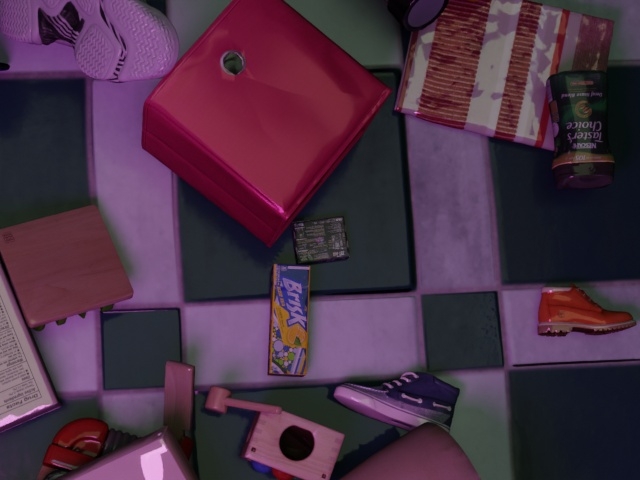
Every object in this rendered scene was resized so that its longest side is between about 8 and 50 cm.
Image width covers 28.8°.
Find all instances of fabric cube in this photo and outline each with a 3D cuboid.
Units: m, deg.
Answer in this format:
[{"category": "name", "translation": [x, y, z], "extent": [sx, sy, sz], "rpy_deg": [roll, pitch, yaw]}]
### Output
[{"category": "fabric cube", "translation": [-0.087, -0.179, 1.846], "extent": [0.258, 0.259, 0.254], "rpy_deg": [40, 77, 0]}]

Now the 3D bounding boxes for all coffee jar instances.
[{"category": "coffee jar", "translation": [0.410, -0.172, 1.964], "extent": [0.096, 0.079, 0.185], "rpy_deg": [-3, 83, -4]}]

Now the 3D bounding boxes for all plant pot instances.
[{"category": "plant pot", "translation": [0.079, 0.422, 1.746], "extent": [0.274, 0.256, 0.257], "rpy_deg": [-19, 83, -18]}]

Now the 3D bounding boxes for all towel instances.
[{"category": "towel", "translation": [0.301, -0.280, 2.027], "extent": [0.328, 0.037, 0.237], "rpy_deg": [13, 81, -3]}]

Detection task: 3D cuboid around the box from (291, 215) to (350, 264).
[{"category": "box", "translation": [0.000, 0.000, 1.947], "extent": [0.083, 0.018, 0.067], "rpy_deg": [-8, 82, -9]}]

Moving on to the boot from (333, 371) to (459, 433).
[{"category": "boot", "translation": [0.117, 0.234, 1.904], "extent": [0.190, 0.069, 0.086], "rpy_deg": [23, 71, -11]}]

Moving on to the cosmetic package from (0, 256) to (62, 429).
[{"category": "cosmetic package", "translation": [-0.509, 0.129, 1.814], "extent": [0.160, 0.113, 0.310], "rpy_deg": [-22, 84, -11]}]

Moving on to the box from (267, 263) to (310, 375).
[{"category": "box", "translation": [-0.048, 0.122, 1.902], "extent": [0.059, 0.054, 0.169], "rpy_deg": [3, 80, -6]}]

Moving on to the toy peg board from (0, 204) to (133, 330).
[{"category": "toy peg board", "translation": [-0.386, 0.051, 1.857], "extent": [0.161, 0.079, 0.161], "rpy_deg": [-16, 67, -26]}]

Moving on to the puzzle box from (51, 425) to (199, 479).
[{"category": "puzzle box", "translation": [-0.325, 0.456, 1.712], "extent": [0.408, 0.052, 0.272], "rpy_deg": [-25, 101, 9]}]

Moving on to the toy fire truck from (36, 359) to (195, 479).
[{"category": "toy fire truck", "translation": [-0.277, 0.297, 1.807], "extent": [0.217, 0.158, 0.246], "rpy_deg": [18, 67, -3]}]

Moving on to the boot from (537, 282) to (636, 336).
[{"category": "boot", "translation": [0.420, 0.108, 1.964], "extent": [0.157, 0.059, 0.085], "rpy_deg": [2, 75, -6]}]

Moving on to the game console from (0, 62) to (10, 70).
[{"category": "game console", "translation": [-0.602, -0.335, 1.788], "extent": [0.293, 0.250, 0.173], "rpy_deg": [10, 39, -6]}]

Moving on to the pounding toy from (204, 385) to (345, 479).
[{"category": "pounding toy", "translation": [-0.078, 0.288, 1.805], "extent": [0.206, 0.181, 0.094], "rpy_deg": [21, 79, -3]}]

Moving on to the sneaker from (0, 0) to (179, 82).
[{"category": "sneaker", "translation": [-0.293, -0.324, 1.815], "extent": [0.365, 0.210, 0.137], "rpy_deg": [23, 113, 35]}]

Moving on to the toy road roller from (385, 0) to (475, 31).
[{"category": "toy road roller", "translation": [0.190, -0.503, 1.925], "extent": [0.329, 0.241, 0.202], "rpy_deg": [-30, 65, -15]}]
